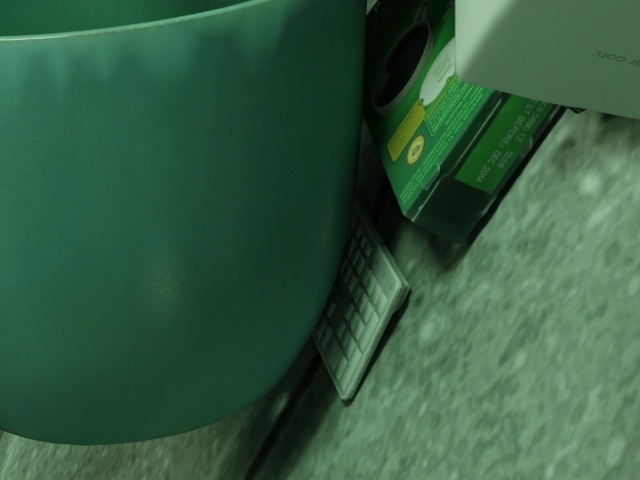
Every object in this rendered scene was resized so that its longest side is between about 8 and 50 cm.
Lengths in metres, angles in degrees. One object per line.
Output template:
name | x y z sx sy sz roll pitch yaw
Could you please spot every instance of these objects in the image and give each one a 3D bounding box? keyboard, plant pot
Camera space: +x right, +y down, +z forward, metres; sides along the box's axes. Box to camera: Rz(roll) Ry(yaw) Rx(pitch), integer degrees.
keyboard | 0.000 0.000 1.037 0.072 0.014 0.256 -60 23 16
plant pot | -0.112 -0.036 0.953 0.293 0.293 0.235 -126 28 -64

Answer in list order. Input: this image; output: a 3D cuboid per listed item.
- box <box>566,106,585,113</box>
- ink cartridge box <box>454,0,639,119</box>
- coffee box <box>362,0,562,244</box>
box | 0.201 -0.217 0.723 0.295 0.073 0.293 -16 54 61
ink cartridge box | 0.137 -0.185 0.501 0.289 0.121 0.211 124 153 -61
coffee box | 0.069 -0.092 0.936 0.113 0.040 0.184 -56 25 20
